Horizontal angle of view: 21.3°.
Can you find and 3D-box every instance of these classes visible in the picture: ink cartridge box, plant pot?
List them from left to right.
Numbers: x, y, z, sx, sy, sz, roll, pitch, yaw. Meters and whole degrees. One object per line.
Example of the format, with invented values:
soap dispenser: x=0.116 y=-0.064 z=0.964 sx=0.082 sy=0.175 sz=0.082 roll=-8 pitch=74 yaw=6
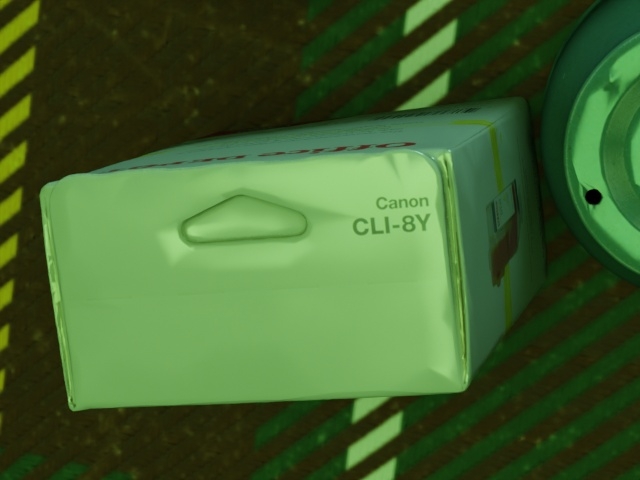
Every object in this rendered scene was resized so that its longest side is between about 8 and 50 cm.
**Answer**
ink cartridge box: x=0.000 y=0.000 z=1.242 sx=0.279 sy=0.384 sz=0.160 roll=-5 pitch=97 yaw=15
plant pot: x=0.281 y=-0.073 z=1.226 sx=0.271 sy=0.255 sz=0.272 roll=2 pitch=99 yaw=14
